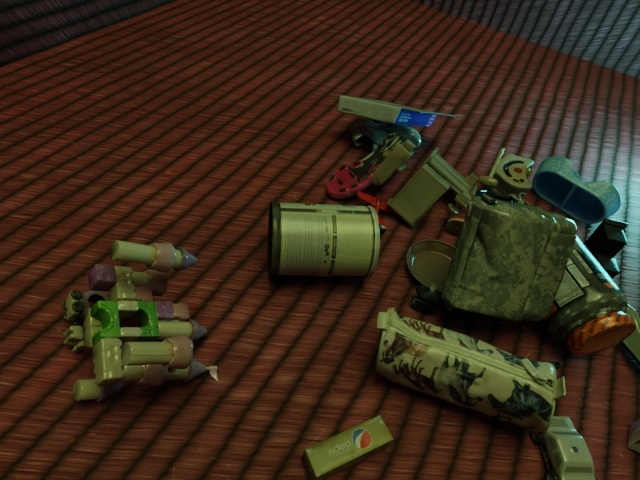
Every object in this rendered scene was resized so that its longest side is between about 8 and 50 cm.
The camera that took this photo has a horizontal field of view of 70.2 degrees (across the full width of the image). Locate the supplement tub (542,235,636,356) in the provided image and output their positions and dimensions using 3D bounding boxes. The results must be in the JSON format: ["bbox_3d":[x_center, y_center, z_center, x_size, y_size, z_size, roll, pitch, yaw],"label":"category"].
[{"bbox_3d":[0.669,0.126,1.242,0.207,0.207,0.338,-5,50,-15],"label":"supplement tub"}]

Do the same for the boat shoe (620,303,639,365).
[{"bbox_3d":[0.855,0.263,1.249,0.081,0.069,0.228,-28,42,17],"label":"boat shoe"}]

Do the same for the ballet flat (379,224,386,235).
[{"bbox_3d":[0.118,-0.033,1.382,0.173,0.057,0.049,-4,51,-14],"label":"ballet flat"}]

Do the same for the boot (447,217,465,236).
[{"bbox_3d":[0.480,-0.051,1.476,0.157,0.059,0.085,15,43,-8],"label":"boot"}]

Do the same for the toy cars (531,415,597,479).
[{"bbox_3d":[0.473,0.514,0.927,0.176,0.087,0.393,36,51,20],"label":"toy cars"}]

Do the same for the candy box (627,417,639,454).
[{"bbox_3d":[0.823,0.451,0.999,0.196,0.165,0.070,28,48,14],"label":"candy box"}]

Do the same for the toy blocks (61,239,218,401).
[{"bbox_3d":[-0.373,0.189,1.012,0.260,0.309,0.289,12,49,-47],"label":"toy blocks"}]

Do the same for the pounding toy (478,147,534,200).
[{"bbox_3d":[0.689,-0.238,1.616,0.154,0.155,0.269,35,50,25],"label":"pounding toy"}]

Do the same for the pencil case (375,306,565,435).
[{"bbox_3d":[0.314,0.282,1.026,0.410,0.184,0.160,18,44,14],"label":"pencil case"}]

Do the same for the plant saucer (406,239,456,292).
[{"bbox_3d":[0.345,0.082,1.337,0.198,0.036,0.199,6,46,-6],"label":"plant saucer"}]

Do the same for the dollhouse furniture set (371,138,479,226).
[{"bbox_3d":[0.354,-0.207,1.552,0.303,0.174,0.355,43,32,3],"label":"dollhouse furniture set"}]

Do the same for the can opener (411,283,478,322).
[{"bbox_3d":[0.341,0.172,1.241,0.186,0.073,0.059,20,31,-3],"label":"can opener"}]

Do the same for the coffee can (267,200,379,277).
[{"bbox_3d":[0.000,0.000,1.232,0.275,0.201,0.202,2,47,-10],"label":"coffee can"}]

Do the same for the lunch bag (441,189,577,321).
[{"bbox_3d":[0.457,0.042,1.159,0.256,0.305,0.212,4,19,-26],"label":"lunch bag"}]

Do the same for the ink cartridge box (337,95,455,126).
[{"bbox_3d":[0.284,-0.469,1.688,0.330,0.071,0.324,24,23,31],"label":"ink cartridge box"}]

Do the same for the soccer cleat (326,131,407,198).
[{"bbox_3d":[0.171,-0.225,1.546,0.331,0.143,0.116,-36,59,-8],"label":"soccer cleat"}]

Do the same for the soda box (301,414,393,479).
[{"bbox_3d":[0.055,0.430,0.940,0.181,0.061,0.058,-15,53,-23],"label":"soda box"}]

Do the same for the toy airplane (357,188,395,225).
[{"bbox_3d":[0.179,-0.105,1.459,0.151,0.028,0.151,11,63,-23],"label":"toy airplane"}]

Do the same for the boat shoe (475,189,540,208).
[{"bbox_3d":[0.644,-0.118,1.549,0.254,0.079,0.095,16,46,4],"label":"boat shoe"}]

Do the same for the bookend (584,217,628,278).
[{"bbox_3d":[0.876,0.044,1.391,0.072,0.157,0.156,14,46,3],"label":"bookend"}]

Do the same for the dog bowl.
[{"bbox_3d":[0.882,-0.170,1.596,0.074,0.166,0.297,-38,63,-22],"label":"dog bowl"}]

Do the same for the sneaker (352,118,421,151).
[{"bbox_3d":[0.242,-0.370,1.707,0.262,0.099,0.121,11,54,9],"label":"sneaker"}]
